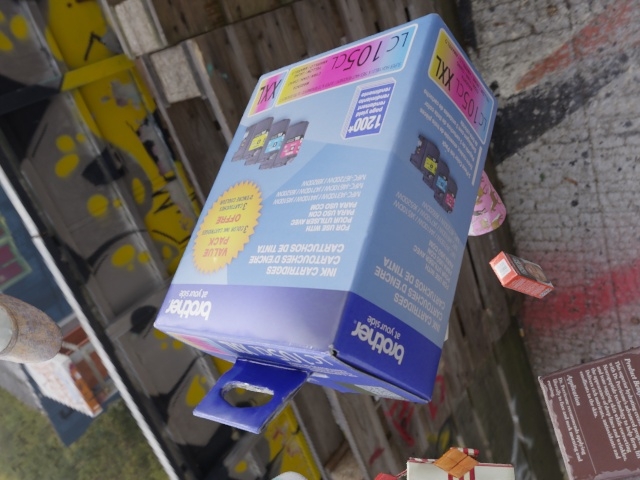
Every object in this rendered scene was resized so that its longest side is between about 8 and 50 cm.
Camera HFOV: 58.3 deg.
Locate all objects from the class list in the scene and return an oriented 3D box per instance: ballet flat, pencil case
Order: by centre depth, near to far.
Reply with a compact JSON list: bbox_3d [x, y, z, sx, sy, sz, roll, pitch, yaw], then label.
[{"bbox_3d":[-0.568,0.121,0.897,0.316,0.106,0.107,20,94,4],"label":"ballet flat"},{"bbox_3d":[0.401,-0.182,1.670,0.167,0.160,0.386,-5,139,39],"label":"pencil case"}]

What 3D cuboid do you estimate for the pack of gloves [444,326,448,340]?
[{"bbox_3d":[0.190,0.081,0.929,0.046,0.195,0.231,6,104,31],"label":"pack of gloves"}]

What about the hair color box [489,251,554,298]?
[{"bbox_3d":[0.447,0.077,1.273,0.043,0.141,0.071,-49,42,30],"label":"hair color box"}]

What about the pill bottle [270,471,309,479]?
[{"bbox_3d":[-0.116,0.455,0.817,0.146,0.264,0.146,24,121,46],"label":"pill bottle"}]

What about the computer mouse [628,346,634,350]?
[{"bbox_3d":[0.809,0.353,1.343,0.041,0.071,0.242,-49,57,36],"label":"computer mouse"}]

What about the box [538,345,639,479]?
[{"bbox_3d":[0.461,0.267,0.834,0.203,0.168,0.167,-26,140,28],"label":"box"}]

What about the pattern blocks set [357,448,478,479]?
[{"bbox_3d":[0.222,0.483,0.906,0.026,0.325,0.285,125,136,-67],"label":"pattern blocks set"}]

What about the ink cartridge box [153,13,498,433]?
[{"bbox_3d":[0.000,0.000,0.589,0.270,0.395,0.151,-3,152,45],"label":"ink cartridge box"}]

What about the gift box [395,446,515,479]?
[{"bbox_3d":[0.286,0.601,1.260,0.277,0.258,0.255,2,150,7],"label":"gift box"}]
